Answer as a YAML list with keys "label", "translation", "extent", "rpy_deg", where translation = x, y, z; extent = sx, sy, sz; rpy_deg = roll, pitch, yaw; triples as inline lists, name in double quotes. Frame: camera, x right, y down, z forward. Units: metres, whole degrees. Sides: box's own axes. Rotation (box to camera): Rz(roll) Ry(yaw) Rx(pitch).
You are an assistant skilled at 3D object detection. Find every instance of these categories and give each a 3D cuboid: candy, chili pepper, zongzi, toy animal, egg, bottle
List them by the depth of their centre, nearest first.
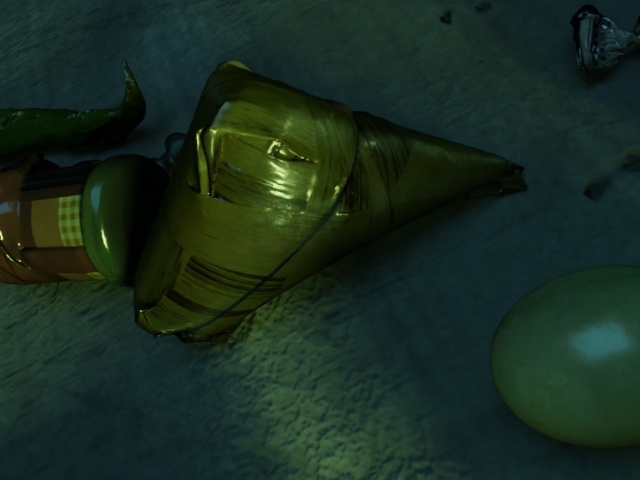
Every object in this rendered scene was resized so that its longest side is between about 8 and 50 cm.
- label: "egg"
  translation: [0.187, 0.072, 0.378]
  extent: [0.152, 0.114, 0.114]
  rpy_deg: [-17, 57, 10]
- label: "candy"
  translation: [0.333, -0.204, 0.514]
  extent: [0.226, 0.051, 0.094]
  rpy_deg: [-17, 46, 12]
- label: "zongzi"
  translation: [0.000, 0.000, 0.533]
  extent: [0.260, 0.289, 0.123]
  rpy_deg: [-61, 29, 32]
- label: "bottle"
  translation: [-0.289, -0.023, 0.633]
  extent: [0.271, 0.156, 0.143]
  rpy_deg: [-2, 95, 24]
- label: "toy animal"
  translation: [-0.177, -0.092, 0.686]
  extent: [0.050, 0.028, 0.084]
  rpy_deg: [30, 74, 35]
- label: "chili pepper"
  translation: [-0.358, -0.155, 0.775]
  extent: [0.359, 0.076, 0.084]
  rpy_deg: [-5, 88, 25]
